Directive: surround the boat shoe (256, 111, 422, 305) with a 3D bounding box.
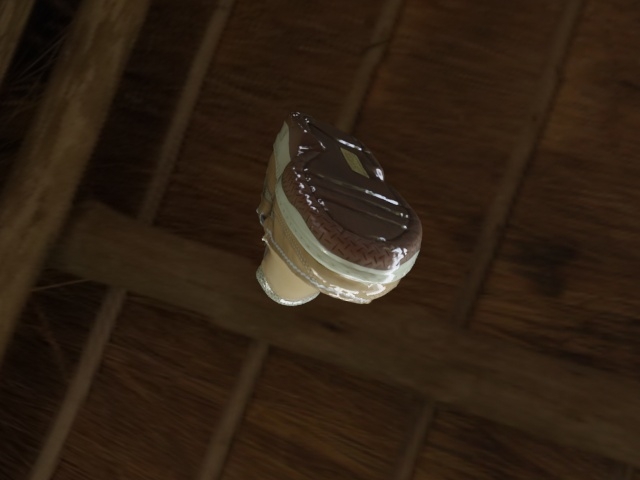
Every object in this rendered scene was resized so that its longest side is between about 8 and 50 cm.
[{"bbox_3d":[0.000,0.000,0.689,0.068,0.190,0.072,27,-77,-9],"label":"boat shoe"}]
